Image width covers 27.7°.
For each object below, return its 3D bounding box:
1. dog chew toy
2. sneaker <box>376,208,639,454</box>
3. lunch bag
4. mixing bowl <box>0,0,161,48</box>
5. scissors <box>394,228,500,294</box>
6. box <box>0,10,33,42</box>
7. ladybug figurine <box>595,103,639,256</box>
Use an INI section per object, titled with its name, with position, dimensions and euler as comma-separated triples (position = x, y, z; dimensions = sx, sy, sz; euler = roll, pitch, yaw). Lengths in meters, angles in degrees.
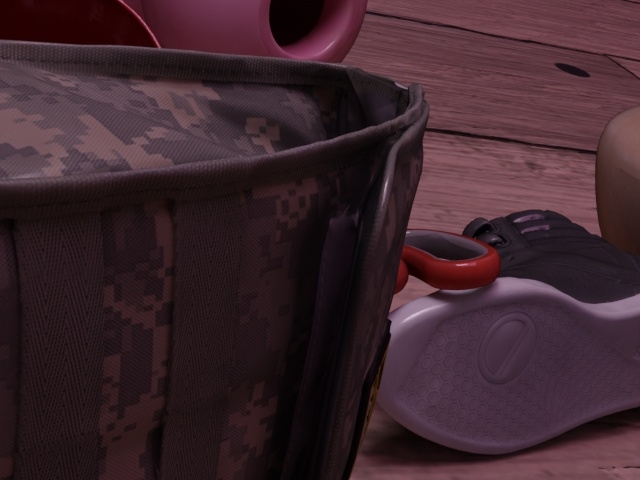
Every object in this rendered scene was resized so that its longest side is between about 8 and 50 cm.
[dog chew toy]
position = -0.109, -0.252, 1.209
dimensions = 0.206, 0.207, 0.332
euler = -3, 22, -40
[sneaker]
position = 0.107, 0.047, 0.809
dimensions = 0.295, 0.105, 0.147
euler = -3, 23, -40
[lunch bag]
position = -0.073, 0.055, 0.476
dimensions = 0.169, 0.235, 0.287
euler = 29, 25, 37
[mixing bowl]
position = -0.186, -0.070, 0.810
dimensions = 0.181, 0.098, 0.182
euler = 4, 64, -9
[scissors]
position = 0.000, 0.000, 0.803
dimensions = 0.109, 0.021, 0.297
euler = -12, 13, -22
[box]
position = -0.247, -0.138, 0.884
dimensions = 0.156, 0.158, 0.093
euler = 1, 27, -32
[ladybug figurine]
position = 0.404, 0.010, 1.007
dimensions = 0.449, 0.162, 0.305
euler = 8, 24, -20
